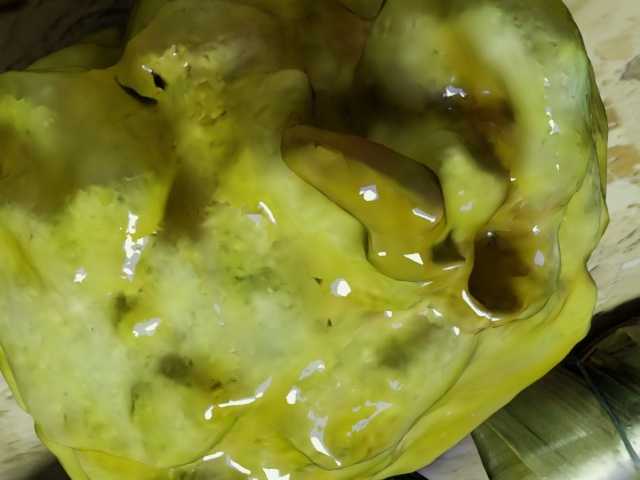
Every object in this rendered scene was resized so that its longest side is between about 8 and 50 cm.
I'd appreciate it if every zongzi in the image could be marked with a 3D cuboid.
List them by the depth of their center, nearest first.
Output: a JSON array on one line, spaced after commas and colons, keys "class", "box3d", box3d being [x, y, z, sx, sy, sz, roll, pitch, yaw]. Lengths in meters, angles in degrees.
[{"class": "zongzi", "box3d": [0.237, 0.111, 0.927, 0.242, 0.112, 0.221, -32, 152, 15]}]

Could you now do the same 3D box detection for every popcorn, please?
[{"class": "popcorn", "box3d": [0.000, 0.000, 0.469, 0.233, 0.192, 0.266, -13, 171, -21]}]

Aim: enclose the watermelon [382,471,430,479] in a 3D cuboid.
[{"class": "watermelon", "box3d": [-0.029, 0.294, 0.873, 0.363, 0.363, 0.363, -13, 154, -7]}]
